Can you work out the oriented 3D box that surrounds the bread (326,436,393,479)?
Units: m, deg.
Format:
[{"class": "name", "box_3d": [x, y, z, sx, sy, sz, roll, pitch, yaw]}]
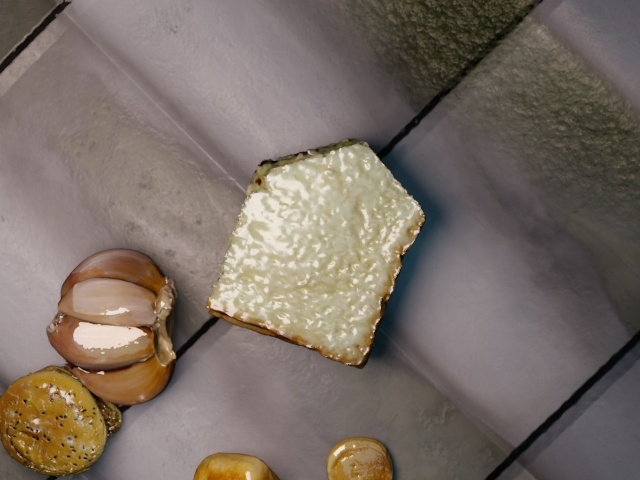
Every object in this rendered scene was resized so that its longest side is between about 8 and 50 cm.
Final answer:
[{"class": "bread", "box_3d": [0.062, 0.365, 1.400, 0.110, 0.024, 0.110, 0, 95, -3]}]

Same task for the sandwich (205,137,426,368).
[{"class": "sandwich", "box_3d": [0.001, 0.000, 1.312, 0.262, 0.131, 0.325, 21, 97, -3]}]

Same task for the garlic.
[{"class": "garlic", "box_3d": [-0.296, 0.123, 1.301, 0.191, 0.160, 0.214, 2, 130, 3]}]

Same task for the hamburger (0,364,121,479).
[{"class": "hamburger", "box_3d": [-0.396, 0.282, 1.331, 0.177, 0.113, 0.185, -5, 95, -3]}]

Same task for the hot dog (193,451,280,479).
[{"class": "hot dog", "box_3d": [-0.126, 0.453, 1.335, 0.150, 0.153, 0.256, 5, 79, 26]}]
